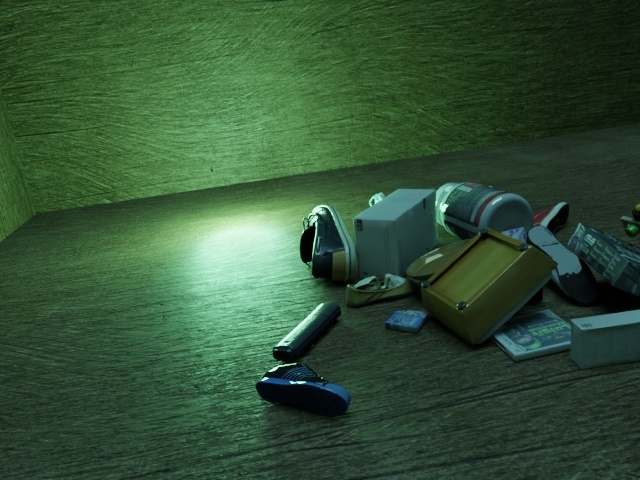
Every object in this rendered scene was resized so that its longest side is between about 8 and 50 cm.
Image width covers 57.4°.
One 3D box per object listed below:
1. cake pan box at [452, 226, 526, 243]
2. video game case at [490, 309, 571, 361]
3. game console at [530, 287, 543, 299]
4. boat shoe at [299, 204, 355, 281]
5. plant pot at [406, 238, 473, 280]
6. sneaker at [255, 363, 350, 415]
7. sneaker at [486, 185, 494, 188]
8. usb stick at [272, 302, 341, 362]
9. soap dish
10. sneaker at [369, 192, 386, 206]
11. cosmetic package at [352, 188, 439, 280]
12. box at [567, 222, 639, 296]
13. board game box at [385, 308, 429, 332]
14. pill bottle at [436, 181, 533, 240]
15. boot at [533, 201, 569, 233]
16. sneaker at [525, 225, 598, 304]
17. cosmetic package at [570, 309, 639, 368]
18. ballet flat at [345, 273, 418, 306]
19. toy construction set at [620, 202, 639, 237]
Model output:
[{"bbox_3d":[0.483,0.053,1.772,0.245,0.070,0.267,-12,15,36],"label":"cake pan box"},{"bbox_3d":[0.514,0.225,1.413,0.190,0.022,0.173,-10,18,-9],"label":"video game case"},{"bbox_3d":[0.540,0.119,1.625,0.143,0.085,0.124,-1,19,17],"label":"game console"},{"bbox_3d":[0.000,0.000,2.053,0.155,0.187,0.500,-4,22,-9],"label":"boat shoe"},{"bbox_3d":[0.365,0.061,1.702,0.236,0.032,0.236,-25,9,4],"label":"plant pot"},{"bbox_3d":[-0.028,0.311,1.265,0.232,0.082,0.090,3,28,32],"label":"sneaker"},{"bbox_3d":[0.676,-0.147,2.373,0.109,0.107,0.275,-17,18,1],"label":"sneaker"},{"bbox_3d":[-0.031,0.238,1.548,0.077,0.045,0.278,4,21,28],"label":"usb stick"},{"bbox_3d":[0.413,0.103,1.487,0.291,0.118,0.229,-42,27,-5],"label":"soap dish"},{"bbox_3d":[0.286,-0.143,2.561,0.086,0.085,0.237,-36,25,-3],"label":"sneaker"},{"bbox_3d":[0.265,-0.029,1.985,0.156,0.217,0.385,3,22,29],"label":"cosmetic package"},{"bbox_3d":[0.814,0.072,1.513,0.242,0.077,0.307,22,18,-4],"label":"box"},{"bbox_3d":[0.231,0.214,1.561,0.090,0.020,0.090,5,22,30],"label":"board game box"},{"bbox_3d":[0.555,-0.093,2.066,0.210,0.210,0.363,-13,19,-17],"label":"pill bottle"},{"bbox_3d":[0.798,-0.085,2.157,0.176,0.089,0.244,9,27,44],"label":"boot"},{"bbox_3d":[0.681,0.088,1.652,0.090,0.145,0.270,-31,54,2],"label":"sneaker"},{"bbox_3d":[0.674,0.210,1.279,0.238,0.099,0.060,-7,15,-2],"label":"cosmetic package"},{"bbox_3d":[0.184,0.137,1.729,0.232,0.073,0.080,-13,19,-18],"label":"ballet flat"},{"bbox_3d":[1.049,-0.018,1.733,0.237,0.258,0.309,-30,46,-11],"label":"toy construction set"}]
